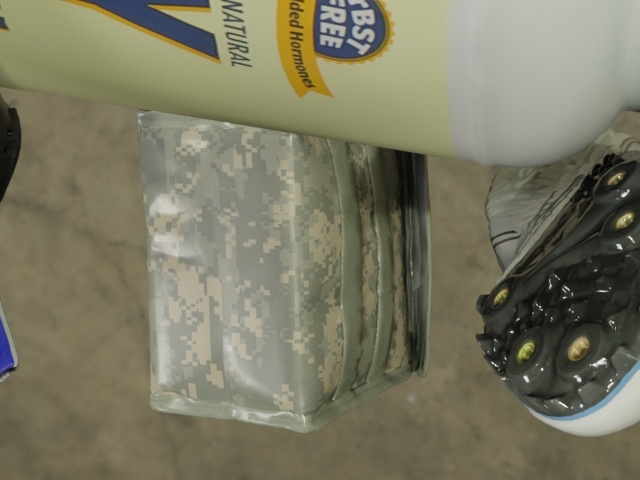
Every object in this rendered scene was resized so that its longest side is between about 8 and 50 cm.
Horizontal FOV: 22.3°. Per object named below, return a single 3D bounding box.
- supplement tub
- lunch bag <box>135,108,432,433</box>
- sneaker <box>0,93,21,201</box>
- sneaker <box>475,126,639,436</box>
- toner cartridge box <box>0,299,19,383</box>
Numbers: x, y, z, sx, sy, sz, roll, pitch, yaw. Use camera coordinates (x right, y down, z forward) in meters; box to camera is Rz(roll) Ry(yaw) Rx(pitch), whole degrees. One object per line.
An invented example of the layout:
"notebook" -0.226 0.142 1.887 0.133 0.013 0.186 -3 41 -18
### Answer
"supplement tub" -0.003 -0.151 0.521 0.324 0.235 0.235 9 128 11
"lunch bag" 0.000 0.000 1.268 0.169 0.287 0.235 4 101 29
"sneaker" -0.361 -0.119 1.350 0.185 0.202 0.483 4 96 37
"sneaker" 0.106 0.015 0.575 0.085 0.237 0.086 -43 98 15
"toner cartridge box" -0.202 -0.110 0.379 0.165 0.075 0.348 -5 107 33
